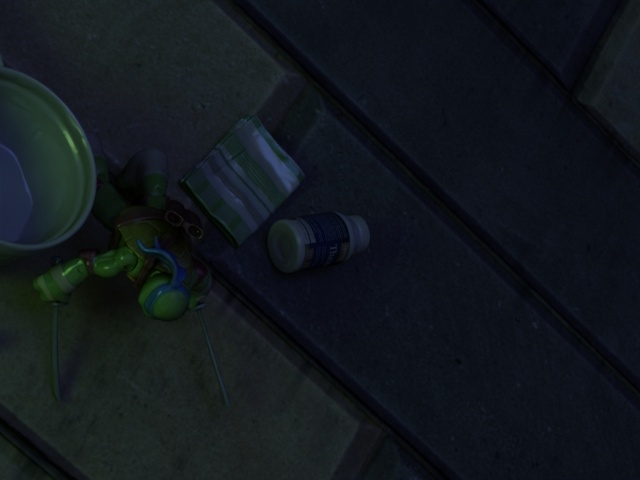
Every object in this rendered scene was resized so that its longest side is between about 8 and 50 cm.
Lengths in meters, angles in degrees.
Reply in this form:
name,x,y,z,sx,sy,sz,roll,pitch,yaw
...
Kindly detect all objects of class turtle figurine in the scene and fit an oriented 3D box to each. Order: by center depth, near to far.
name,x,y,z,sx,sy,sz,roll,pitch,yaw
turtle figurine,-0.224,0.029,1.818,0.198,0.274,0.266,-12,50,-10

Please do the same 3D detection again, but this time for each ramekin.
name,x,y,z,sx,sy,sz,roll,pitch,yaw
ramekin,-0.348,-0.067,1.707,0.207,0.109,0.207,20,56,-33

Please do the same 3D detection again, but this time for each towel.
name,x,y,z,sx,sy,sz,roll,pitch,yaw
towel,-0.093,-0.075,2.010,0.113,0.023,0.152,48,51,-8

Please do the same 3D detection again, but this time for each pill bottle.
name,x,y,z,sx,sy,sz,roll,pitch,yaw
pill bottle,0.000,0.000,2.015,0.120,0.067,0.067,-10,76,-38

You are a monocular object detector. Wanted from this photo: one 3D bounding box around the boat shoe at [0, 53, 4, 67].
name,x,y,z,sx,sy,sz,roll,pitch,yaw
boat shoe,-0.415,-0.223,1.812,0.081,0.079,0.227,-15,74,-32
